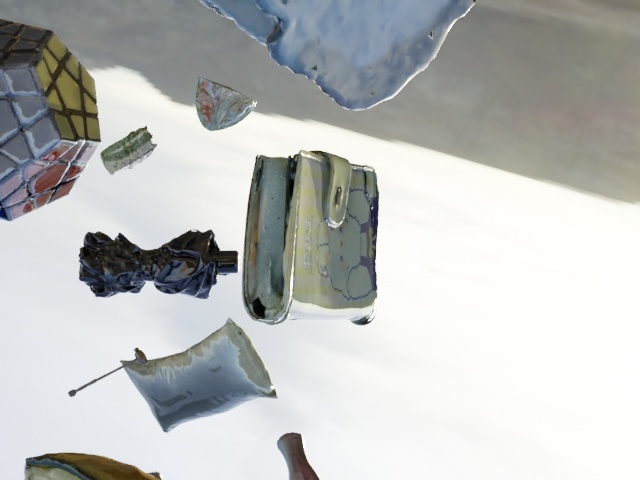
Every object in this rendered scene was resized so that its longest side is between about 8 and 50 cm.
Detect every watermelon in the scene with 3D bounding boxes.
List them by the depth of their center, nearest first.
[{"bbox_3d":[-0.126,-0.190,1.738,0.085,0.085,0.061,16,158,0],"label":"watermelon"}]

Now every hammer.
[{"bbox_3d":[-0.298,0.187,1.804,0.123,0.029,0.014,-28,-179,4],"label":"hammer"}]

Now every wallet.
[{"bbox_3d":[0.000,0.000,1.651,0.077,0.223,0.309,0,178,23],"label":"wallet"}]

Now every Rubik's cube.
[{"bbox_3d":[-0.499,-0.189,2.013,0.319,0.264,0.319,21,154,11],"label":"Rubik's cube"}]

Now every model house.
[{"bbox_3d":[-0.017,-0.376,1.327,0.339,0.360,0.297,39,-166,33],"label":"model house"}]

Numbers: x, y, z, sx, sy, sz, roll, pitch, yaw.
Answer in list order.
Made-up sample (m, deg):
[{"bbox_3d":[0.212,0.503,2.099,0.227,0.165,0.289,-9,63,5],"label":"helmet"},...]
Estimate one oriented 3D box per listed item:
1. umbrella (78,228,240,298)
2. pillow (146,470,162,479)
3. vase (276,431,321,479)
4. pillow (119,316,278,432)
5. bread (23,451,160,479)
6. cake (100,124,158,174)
[{"bbox_3d":[-0.273,0.043,2.200,0.272,0.122,0.110,-1,-178,-2],"label":"umbrella"},{"bbox_3d":[-0.295,0.485,2.106,0.186,0.106,0.250,6,-137,-42],"label":"pillow"},{"bbox_3d":[-0.031,0.478,2.550,0.086,0.086,0.214,11,-141,-33],"label":"vase"},{"bbox_3d":[-0.189,0.209,1.975,0.254,0.144,0.078,-22,-157,37],"label":"pillow"},{"bbox_3d":[-0.206,0.318,1.341,0.251,0.174,0.133,39,-162,5],"label":"bread"},{"bbox_3d":[-0.310,-0.156,2.176,0.140,0.051,0.055,-23,-179,44],"label":"cake"}]
